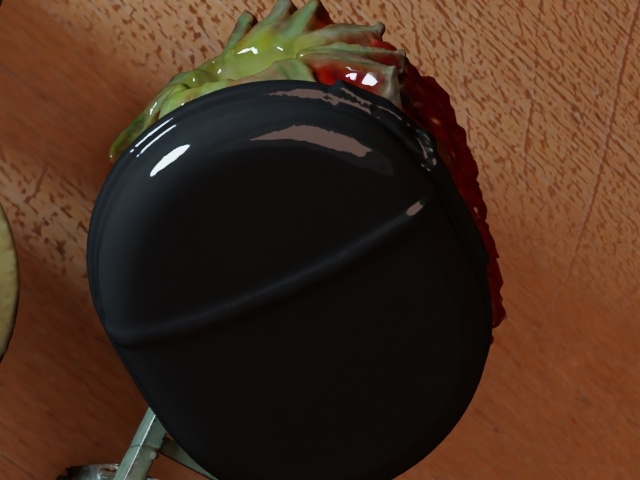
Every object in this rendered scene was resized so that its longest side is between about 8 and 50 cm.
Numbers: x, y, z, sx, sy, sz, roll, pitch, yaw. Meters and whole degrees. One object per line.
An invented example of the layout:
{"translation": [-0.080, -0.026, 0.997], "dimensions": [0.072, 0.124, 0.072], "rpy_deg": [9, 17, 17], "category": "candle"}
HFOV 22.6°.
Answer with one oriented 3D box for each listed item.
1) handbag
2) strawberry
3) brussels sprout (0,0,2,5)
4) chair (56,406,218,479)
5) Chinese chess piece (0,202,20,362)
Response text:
{"translation": [-0.014, 0.038, 1.068], "dimensions": [0.253, 0.093, 0.308], "rpy_deg": [-26, 116, 3], "category": "handbag"}
{"translation": [-0.002, 0.001, 1.255], "dimensions": [0.292, 0.292, 0.343], "rpy_deg": [-37, 117, -30], "category": "strawberry"}
{"translation": [-0.286, -0.194, 1.161], "dimensions": [0.122, 0.149, 0.152], "rpy_deg": [19, 89, -45], "category": "brussels sprout"}
{"translation": [-0.117, 0.201, 1.200], "dimensions": [0.136, 0.147, 0.270], "rpy_deg": [30, 71, -22], "category": "chair"}
{"translation": [-0.336, 0.029, 1.121], "dimensions": [0.250, 0.097, 0.251], "rpy_deg": [6, 80, -32], "category": "Chinese chess piece"}
